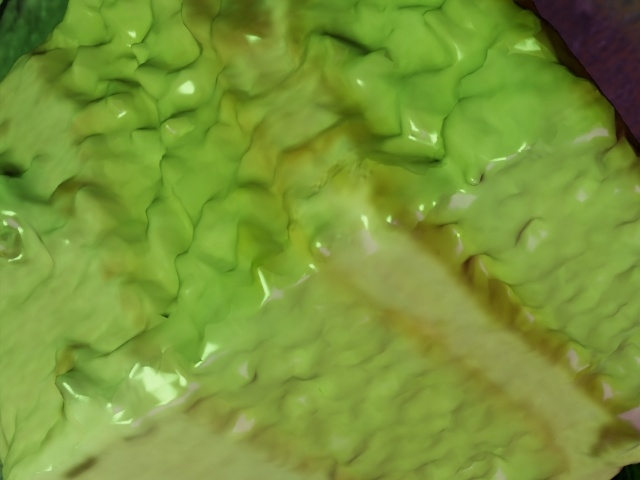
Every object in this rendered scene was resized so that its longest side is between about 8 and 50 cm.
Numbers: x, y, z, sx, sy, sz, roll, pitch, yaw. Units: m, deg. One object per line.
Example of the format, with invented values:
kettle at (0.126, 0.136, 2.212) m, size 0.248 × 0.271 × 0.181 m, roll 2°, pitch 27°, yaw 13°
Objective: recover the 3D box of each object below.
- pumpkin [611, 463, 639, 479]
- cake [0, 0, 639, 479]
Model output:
pumpkin at (0.169, 0.257, 1.058) m, size 0.300 × 0.207 × 0.300 m, roll -4°, pitch 117°, yaw -9°
cake at (0.000, 0.000, 0.714) m, size 0.307 × 0.314 × 0.293 m, roll -37°, pitch 132°, yaw 9°
